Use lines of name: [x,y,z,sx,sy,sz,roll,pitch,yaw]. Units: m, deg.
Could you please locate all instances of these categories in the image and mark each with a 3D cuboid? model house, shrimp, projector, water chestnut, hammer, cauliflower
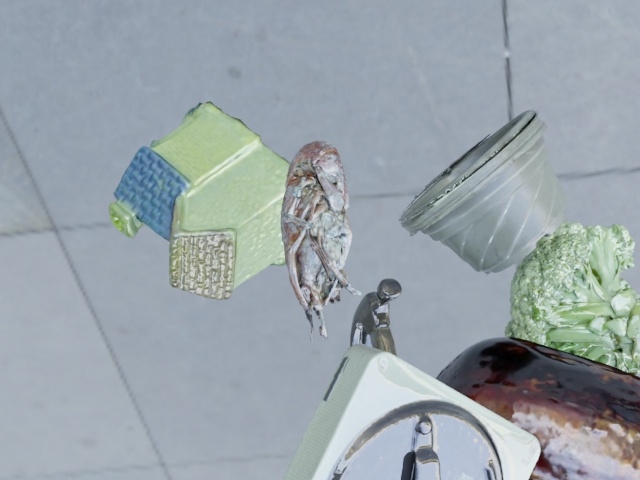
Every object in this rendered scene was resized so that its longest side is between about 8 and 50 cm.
model house: [-0.157,-0.035,1.696,0.214,0.189,0.195,39,144,22]
shrimp: [-0.002,0.000,1.173,0.074,0.190,0.073,22,148,-32]
projector: [0.083,0.268,1.329,0.259,0.257,0.079,31,172,-33]
water chestnut: [0.268,0.291,1.649,0.350,0.302,0.350,19,157,8]
hammer: [0.130,0.284,2.066,0.044,0.440,0.168,-2,150,-23]
cauliflower: [0.389,0.112,1.851,0.275,0.250,0.272,-12,113,-40]

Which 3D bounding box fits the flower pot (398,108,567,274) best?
flower pot: [0.224,-0.048,1.704,0.235,0.235,0.141,-35,94,34]
